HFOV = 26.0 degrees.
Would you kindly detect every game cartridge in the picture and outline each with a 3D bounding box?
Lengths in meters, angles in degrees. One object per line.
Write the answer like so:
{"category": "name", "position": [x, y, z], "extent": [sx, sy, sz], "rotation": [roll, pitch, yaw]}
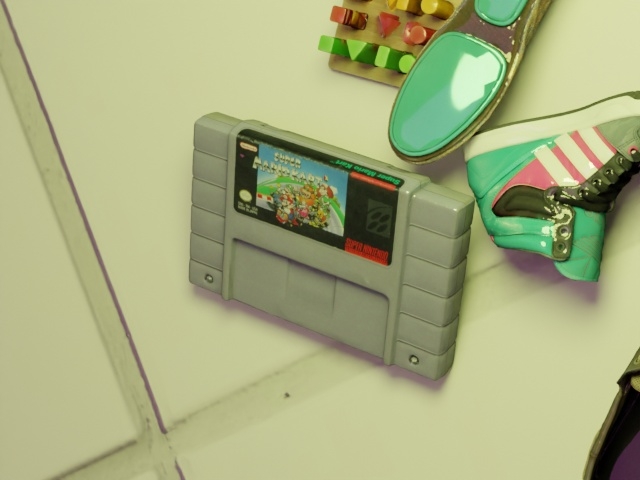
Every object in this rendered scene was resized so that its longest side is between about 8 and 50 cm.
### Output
{"category": "game cartridge", "position": [0.000, 0.000, 1.590], "extent": [0.355, 0.068, 0.230], "rotation": [20, 125, 27]}

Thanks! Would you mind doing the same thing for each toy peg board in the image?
{"category": "toy peg board", "position": [0.083, -0.258, 1.569], "extent": [0.161, 0.079, 0.161], "rotation": [19, 100, 27]}

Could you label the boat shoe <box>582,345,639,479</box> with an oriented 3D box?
{"category": "boat shoe", "position": [0.371, 0.148, 1.387], "extent": [0.132, 0.130, 0.355], "rotation": [27, 103, 25]}

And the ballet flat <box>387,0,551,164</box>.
{"category": "ballet flat", "position": [0.185, -0.215, 1.494], "extent": [0.107, 0.106, 0.316], "rotation": [36, 101, 18]}

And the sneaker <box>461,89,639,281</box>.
{"category": "sneaker", "position": [0.287, -0.048, 1.432], "extent": [0.295, 0.123, 0.179], "rotation": [-13, 80, 36]}
